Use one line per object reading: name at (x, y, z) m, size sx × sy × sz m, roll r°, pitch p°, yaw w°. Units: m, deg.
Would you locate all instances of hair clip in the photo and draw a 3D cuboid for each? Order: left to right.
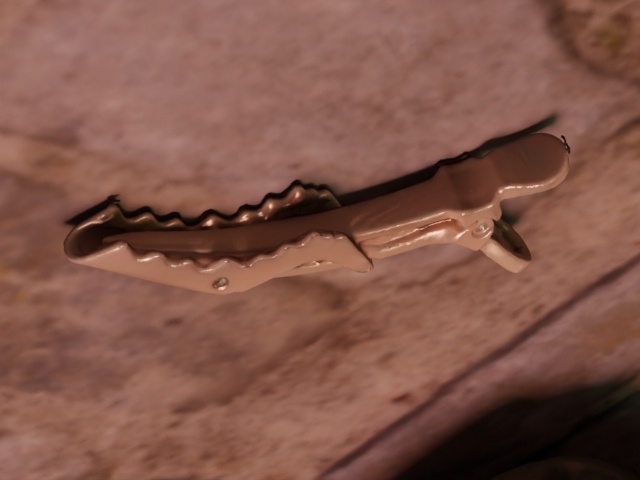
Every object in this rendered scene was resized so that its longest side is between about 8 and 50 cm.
hair clip at (0.000, 0.000, 0.726) m, size 0.226 × 0.034 × 0.072 m, roll -10°, pitch 137°, yaw -13°

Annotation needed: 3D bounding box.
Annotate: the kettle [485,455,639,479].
kettle at (0.118, 0.252, 0.926) m, size 0.321 × 0.228 × 0.324 m, roll -11°, pitch 142°, yaw -54°
